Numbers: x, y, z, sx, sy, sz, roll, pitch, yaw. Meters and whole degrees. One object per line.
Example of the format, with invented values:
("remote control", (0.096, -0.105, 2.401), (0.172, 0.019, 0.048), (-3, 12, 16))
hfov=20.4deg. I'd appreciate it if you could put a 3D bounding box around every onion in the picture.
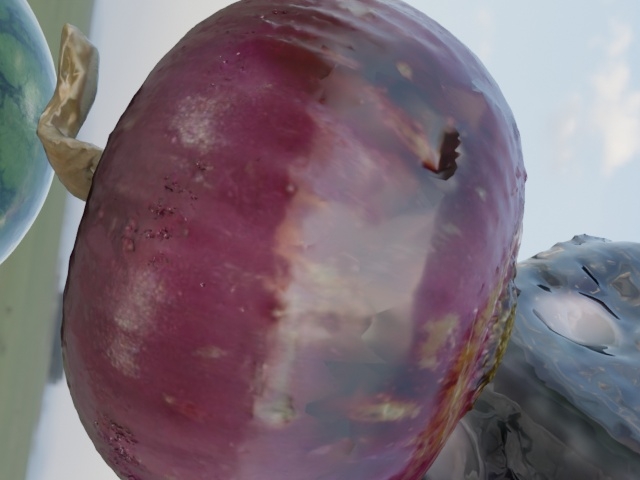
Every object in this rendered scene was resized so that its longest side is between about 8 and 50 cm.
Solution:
("onion", (-0.009, 0.009, 0.556), (0.177, 0.153, 0.177), (-8, 90, -83))

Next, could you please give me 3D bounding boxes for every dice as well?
("dice", (0.126, 0.117, 0.718), (0.183, 0.182, 0.181), (40, -52, 34))

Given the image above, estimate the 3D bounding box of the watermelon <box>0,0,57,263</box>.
("watermelon", (-0.373, -0.108, 1.405), (0.363, 0.363, 0.363), (-172, -90, -82))
